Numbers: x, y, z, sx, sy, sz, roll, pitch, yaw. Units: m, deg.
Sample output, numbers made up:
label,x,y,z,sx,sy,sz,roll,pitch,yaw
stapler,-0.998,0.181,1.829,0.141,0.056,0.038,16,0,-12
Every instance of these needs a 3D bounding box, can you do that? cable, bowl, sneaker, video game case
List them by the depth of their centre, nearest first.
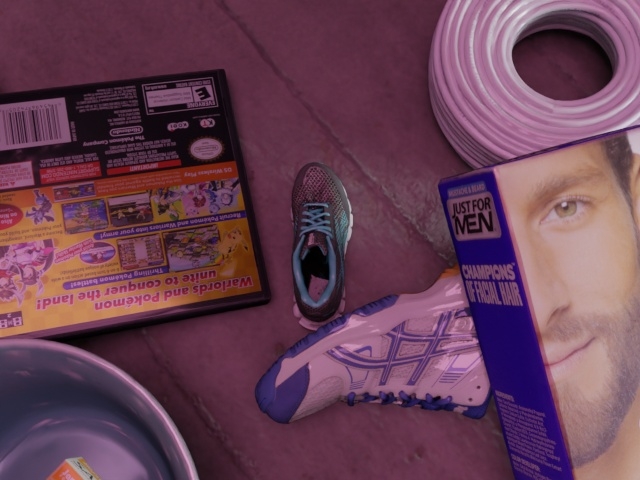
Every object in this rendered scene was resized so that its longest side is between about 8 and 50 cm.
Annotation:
label,x,y,z,sx,sy,sz,roll,pitch,yaw
bowl,-0.234,0.245,0.653,0.312,0.163,0.311,-1,77,4
sneaker,0.090,0.110,0.688,0.297,0.112,0.131,-25,77,-1
sneaker,0.000,0.000,0.737,0.065,0.076,0.166,-4,77,2
video game case,-0.207,-0.035,0.751,0.275,0.035,0.248,-10,76,-13
cable,0.235,-0.171,0.752,0.257,0.089,0.257,29,81,10

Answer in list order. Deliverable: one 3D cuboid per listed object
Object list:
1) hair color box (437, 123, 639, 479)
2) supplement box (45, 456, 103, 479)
label,x,y,z,sx,sy,sz,roll,pitch,yaw
hair color box,0.236,0.086,0.624,0.185,0.110,0.338,-16,91,-14
supplement box,-0.193,0.214,0.556,0.062,0.036,0.098,42,83,10
